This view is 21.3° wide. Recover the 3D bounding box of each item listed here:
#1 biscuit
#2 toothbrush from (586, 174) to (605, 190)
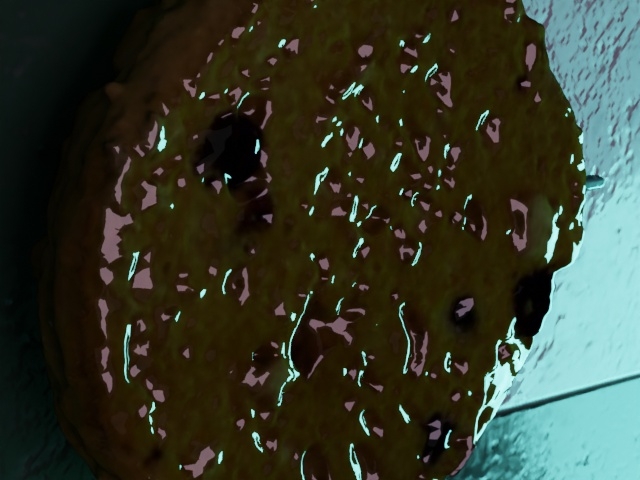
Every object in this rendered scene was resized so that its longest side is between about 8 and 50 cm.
[{"bbox_3d":[-0.002,0.000,0.752,0.296,0.075,0.296,-11,108,-38],"label":"biscuit"},{"bbox_3d":[0.092,-0.027,0.877,0.167,0.011,0.014,-6,102,-42],"label":"toothbrush"}]
